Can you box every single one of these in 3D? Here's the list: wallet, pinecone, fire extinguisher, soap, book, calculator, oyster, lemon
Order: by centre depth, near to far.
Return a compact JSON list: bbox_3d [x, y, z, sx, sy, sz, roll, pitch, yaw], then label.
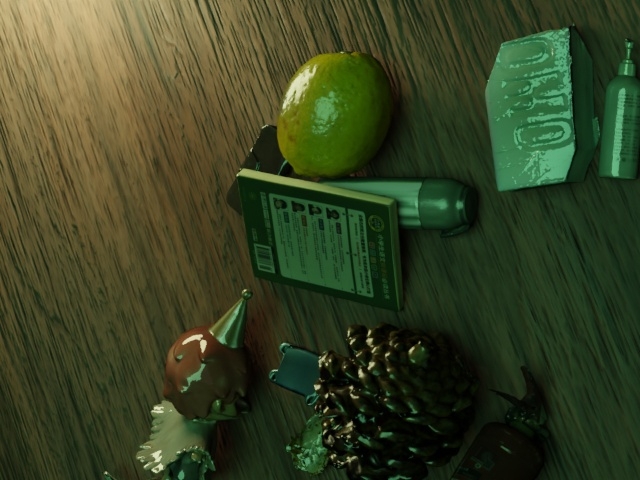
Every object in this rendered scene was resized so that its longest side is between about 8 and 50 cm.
[{"bbox_3d":[0.226,0.338,1.728,0.106,0.147,0.337,15,66,51],"label":"fire extinguisher"},{"bbox_3d":[0.315,-0.192,1.745,0.145,0.091,0.230,-8,88,26],"label":"soap"},{"bbox_3d":[0.100,0.248,1.776,0.243,0.243,0.257,30,98,23],"label":"pinecone"},{"bbox_3d":[0.022,-0.189,1.852,0.170,0.170,0.207,23,102,25],"label":"lemon"},{"bbox_3d":[0.000,0.000,1.885,0.264,0.027,0.202,12,128,26],"label":"book"},{"bbox_3d":[0.004,0.317,1.942,0.132,0.029,0.086,-36,81,19],"label":"oyster"},{"bbox_3d":[-0.014,0.215,1.948,0.141,0.019,0.094,19,85,28],"label":"calculator"},{"bbox_3d":[-0.094,-0.109,1.991,0.082,0.018,0.157,39,108,21],"label":"wallet"}]

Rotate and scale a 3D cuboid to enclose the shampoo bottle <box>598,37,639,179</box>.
[{"bbox_3d":[0.425,-0.183,1.709,0.056,0.056,0.195,7,93,26],"label":"shampoo bottle"}]

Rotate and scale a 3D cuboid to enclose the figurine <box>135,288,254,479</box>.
[{"bbox_3d":[-0.185,0.252,1.979,0.387,0.166,0.207,-69,23,6],"label":"figurine"}]

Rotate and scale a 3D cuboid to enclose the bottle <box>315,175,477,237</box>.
[{"bbox_3d":[0.111,-0.051,1.858,0.253,0.079,0.096,2,118,27],"label":"bottle"}]

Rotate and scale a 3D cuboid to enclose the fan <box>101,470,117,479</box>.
[{"bbox_3d":[-0.286,0.454,2.047,0.226,0.152,0.008,32,64,27],"label":"fan"}]
